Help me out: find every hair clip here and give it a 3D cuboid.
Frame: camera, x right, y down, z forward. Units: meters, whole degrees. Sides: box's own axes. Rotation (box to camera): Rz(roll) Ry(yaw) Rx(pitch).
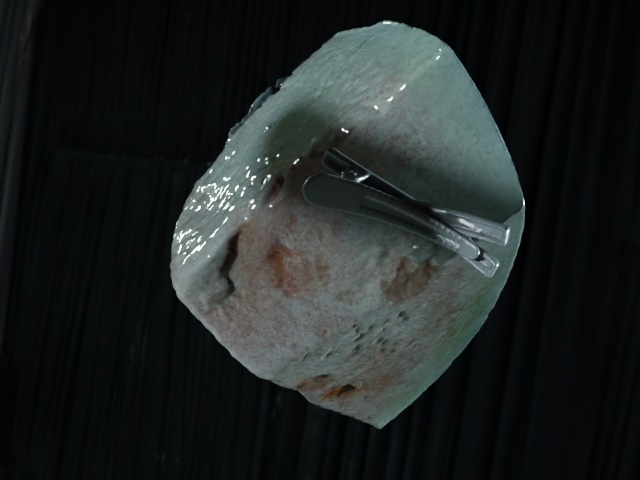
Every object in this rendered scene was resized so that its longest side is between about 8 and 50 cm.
[{"bbox_3d":[0.042,-0.013,0.435,0.115,0.030,0.039,23,34,20],"label":"hair clip"}]

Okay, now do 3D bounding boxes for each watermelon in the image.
[{"bbox_3d":[0.000,0.000,0.647,0.258,0.387,0.228,-18,51,-25],"label":"watermelon"}]
